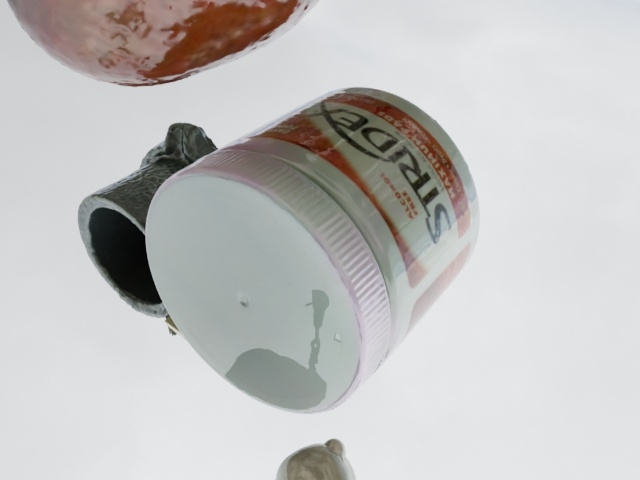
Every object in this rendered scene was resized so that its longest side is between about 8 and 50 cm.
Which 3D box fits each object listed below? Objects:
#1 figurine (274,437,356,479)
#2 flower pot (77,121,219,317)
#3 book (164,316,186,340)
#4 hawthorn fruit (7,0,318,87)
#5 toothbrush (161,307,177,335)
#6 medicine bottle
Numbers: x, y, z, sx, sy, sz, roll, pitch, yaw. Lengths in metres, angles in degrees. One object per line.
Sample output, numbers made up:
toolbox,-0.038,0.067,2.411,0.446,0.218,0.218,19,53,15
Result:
figurine,0.014,0.427,0.952,0.155,0.127,0.235,-35,-138,2
flower pot,-0.238,-0.050,1.139,0.299,0.299,0.282,28,-136,25
book,-0.129,0.087,0.809,0.111,0.014,0.077,-35,-143,-28
hawthorn fruit,-0.127,-0.271,0.527,0.311,0.295,0.295,8,-151,-40
toothbrush,-0.017,0.046,0.909,0.413,0.035,0.042,-18,-100,-16
medicine bottle,0.000,0.000,0.644,0.252,0.253,0.241,26,-138,23
